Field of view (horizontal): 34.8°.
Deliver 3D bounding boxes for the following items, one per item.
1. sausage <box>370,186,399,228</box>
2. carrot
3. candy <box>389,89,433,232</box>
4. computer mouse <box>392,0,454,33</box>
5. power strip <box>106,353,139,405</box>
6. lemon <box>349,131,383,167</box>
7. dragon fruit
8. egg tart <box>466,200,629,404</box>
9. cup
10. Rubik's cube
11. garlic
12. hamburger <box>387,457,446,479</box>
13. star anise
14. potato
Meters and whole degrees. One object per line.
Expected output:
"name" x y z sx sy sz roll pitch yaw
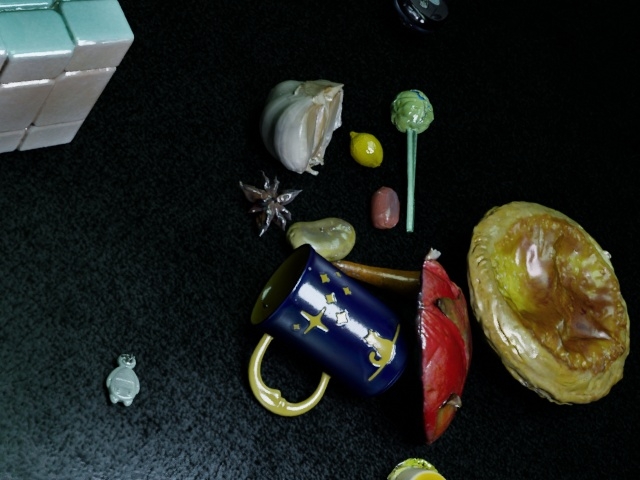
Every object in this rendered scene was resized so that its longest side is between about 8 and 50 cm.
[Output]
"sausage" 0.132 -0.066 2.073 0.059 0.054 0.094 21 54 -25
"carrot" 0.132 0.077 1.990 0.256 0.061 0.061 10 59 -26
"candy" 0.192 -0.170 2.175 0.093 0.092 0.336 47 42 -57
"computer mouse" 0.240 -0.562 2.416 0.137 0.096 0.233 48 43 -10
"power strip" -0.307 0.216 1.605 0.055 0.035 0.083 19 57 -26
"lemon" 0.093 -0.190 2.113 0.092 0.065 0.065 50 47 0
"dragon fruit" 0.216 0.188 1.817 0.282 0.100 0.344 44 47 -72
"egg tart" 0.449 0.137 2.100 0.443 0.178 0.443 18 57 -29
"cup" 0.000 0.179 1.797 0.256 0.255 0.178 38 11 -15
"Rubik's cube" -0.529 -0.334 1.575 0.316 0.319 0.322 -17 74 -40
"garlic" -0.048 -0.230 1.994 0.142 0.178 0.229 16 29 10
"hamburger" 0.168 0.451 1.779 0.126 0.081 0.141 -6 80 -35
"star anise" -0.086 -0.076 1.918 0.129 0.056 0.124 -20 89 -38
"potato" 0.000 0.000 1.924 0.138 0.070 0.092 -6 50 -23
